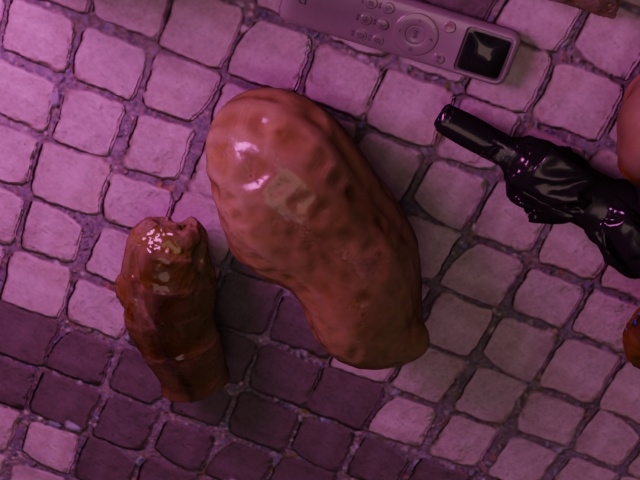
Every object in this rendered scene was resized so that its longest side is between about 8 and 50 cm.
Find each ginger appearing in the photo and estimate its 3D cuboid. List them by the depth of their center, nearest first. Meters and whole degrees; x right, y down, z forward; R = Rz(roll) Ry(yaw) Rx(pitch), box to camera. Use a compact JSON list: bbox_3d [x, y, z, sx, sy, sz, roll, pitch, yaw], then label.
[{"bbox_3d":[-0.180,0.084,1.720,0.109,0.116,0.263,27,139,39],"label":"ginger"}]

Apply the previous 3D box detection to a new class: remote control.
[{"bbox_3d":[0.085,-0.230,1.532,0.261,0.029,0.067,16,122,-4],"label":"remote control"}]

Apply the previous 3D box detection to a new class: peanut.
[{"bbox_3d":[0.000,0.000,1.605,0.192,0.169,0.387,-22,117,26],"label":"peanut"}]

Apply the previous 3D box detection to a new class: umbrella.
[{"bbox_3d":[0.279,-0.058,1.578,0.340,0.118,0.118,30,121,-8],"label":"umbrella"}]

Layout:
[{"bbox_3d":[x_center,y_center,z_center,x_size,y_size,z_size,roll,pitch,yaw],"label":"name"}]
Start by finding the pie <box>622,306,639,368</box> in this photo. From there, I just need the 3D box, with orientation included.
[{"bbox_3d":[0.451,0.054,1.571,0.273,0.273,0.069,-50,63,29],"label":"pie"}]

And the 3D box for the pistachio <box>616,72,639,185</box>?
[{"bbox_3d":[0.404,-0.135,1.491,0.215,0.144,0.144,-33,113,26],"label":"pistachio"}]

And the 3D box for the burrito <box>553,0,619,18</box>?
[{"bbox_3d":[0.237,-0.275,1.479,0.171,0.042,0.051,17,112,-6],"label":"burrito"}]
